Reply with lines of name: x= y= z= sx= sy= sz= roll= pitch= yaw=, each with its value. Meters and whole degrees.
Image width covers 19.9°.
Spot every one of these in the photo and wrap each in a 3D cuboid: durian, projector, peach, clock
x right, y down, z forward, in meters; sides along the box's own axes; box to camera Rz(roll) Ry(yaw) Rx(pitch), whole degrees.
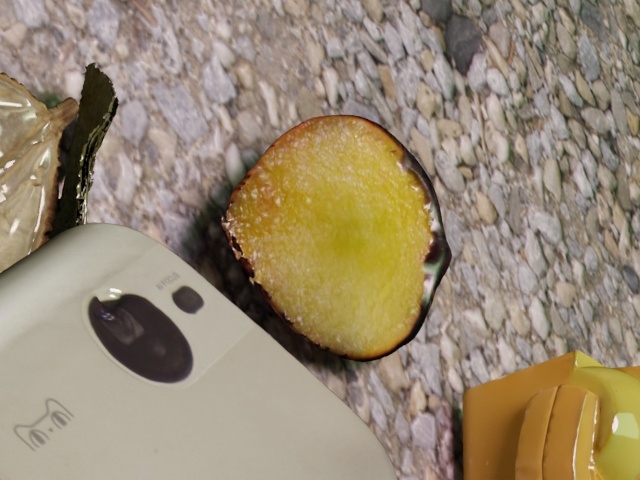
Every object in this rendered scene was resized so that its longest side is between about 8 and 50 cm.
durian: x=-0.221 y=-0.035 z=1.109 sx=0.188 sy=0.091 sz=0.148 roll=-40 pitch=104 yaw=-30
projector: x=-0.138 y=0.169 z=0.903 sx=0.248 sy=0.248 sz=0.249 roll=42 pitch=27 yaw=3
peach: x=-0.002 y=0.001 z=1.381 sx=0.279 sy=0.068 sz=0.189 roll=6 pitch=73 yaw=-51
clock: x=0.226 y=0.271 z=1.410 sx=0.244 sy=0.200 sz=0.317 roll=28 pitch=59 yaw=-34

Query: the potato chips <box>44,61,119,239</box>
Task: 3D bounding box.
potato chips: x=-0.157 y=-0.036 z=1.178 sx=0.026 sy=0.142 sz=0.209 roll=18 pitch=11 yaw=-14
